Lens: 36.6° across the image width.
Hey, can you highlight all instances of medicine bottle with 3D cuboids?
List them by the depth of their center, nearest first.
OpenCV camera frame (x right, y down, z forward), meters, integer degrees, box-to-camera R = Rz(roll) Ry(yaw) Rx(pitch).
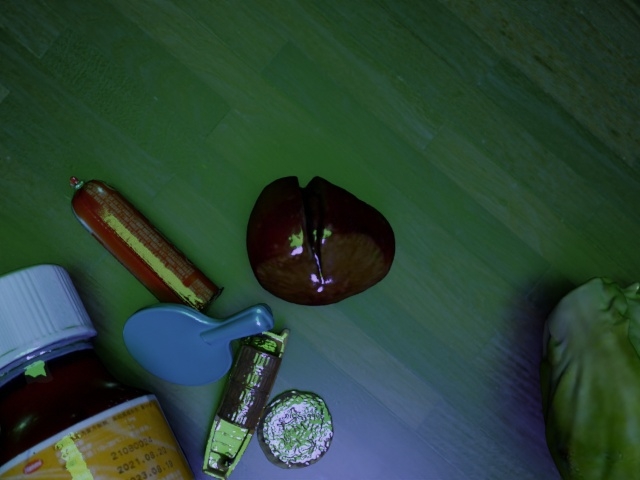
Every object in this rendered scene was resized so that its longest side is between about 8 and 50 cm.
[{"bbox_3d":[-0.330,0.234,1.254,0.242,0.242,0.395,-29,76,-4],"label":"medicine bottle"}]

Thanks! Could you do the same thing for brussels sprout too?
[{"bbox_3d":[0.430,0.226,1.244,0.371,0.275,0.315,48,116,34],"label":"brussels sprout"}]

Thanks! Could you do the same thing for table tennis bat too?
[{"bbox_3d":[-0.160,0.128,1.287,0.237,0.038,0.149,-21,119,32],"label":"table tennis bat"}]

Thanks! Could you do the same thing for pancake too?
[{"bbox_3d":[-0.036,0.267,1.368,0.114,0.011,0.115,0,88,-4],"label":"pancake"}]

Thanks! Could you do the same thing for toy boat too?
[{"bbox_3d":[-0.106,0.217,1.328,0.068,0.088,0.226,22,86,-3],"label":"toy boat"}]

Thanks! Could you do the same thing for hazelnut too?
[{"bbox_3d":[0.000,0.000,1.313,0.203,0.178,0.178,-1,88,-9],"label":"hazelnut"}]

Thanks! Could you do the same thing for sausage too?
[{"bbox_3d":[-0.250,0.007,1.330,0.264,0.083,0.083,44,86,0],"label":"sausage"}]
